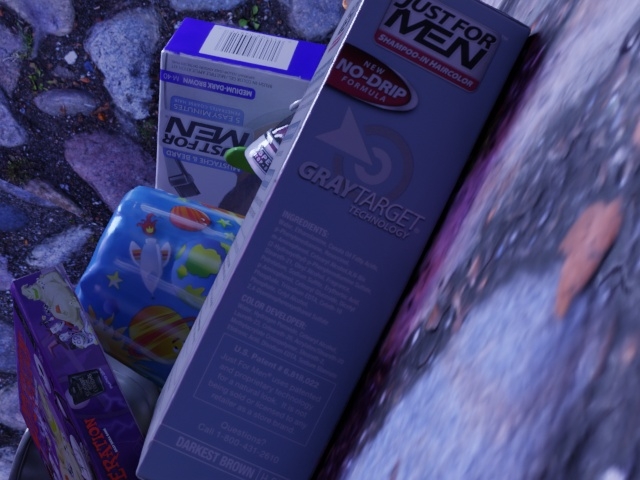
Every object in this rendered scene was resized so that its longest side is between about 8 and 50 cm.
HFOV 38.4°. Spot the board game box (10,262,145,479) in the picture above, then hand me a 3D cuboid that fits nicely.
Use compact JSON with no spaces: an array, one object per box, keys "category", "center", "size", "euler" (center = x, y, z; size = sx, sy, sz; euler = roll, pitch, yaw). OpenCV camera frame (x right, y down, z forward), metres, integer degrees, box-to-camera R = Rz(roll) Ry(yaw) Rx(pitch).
[{"category":"board game box","center":[-0.216,0.184,0.828],"size":[0.208,0.056,0.347],"euler":[64,155,19]}]

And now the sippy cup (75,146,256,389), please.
[{"category":"sippy cup","center":[-0.129,0.060,0.953],"size":[0.240,0.224,0.305],"euler":[-59,9,37]}]

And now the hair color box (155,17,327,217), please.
[{"category":"hair color box","center":[-0.109,-0.095,1.178],"size":[0.110,0.185,0.338],"euler":[-75,-4,-51]}]

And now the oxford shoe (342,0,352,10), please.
[{"category":"oxford shoe","center":[0.067,-0.278,1.086],"size":[0.363,0.133,0.130],"euler":[-64,8,5]}]

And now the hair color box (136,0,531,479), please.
[{"category":"hair color box","center":[0.000,0.000,0.680],"size":[0.374,0.114,0.185],"euler":[-65,7,2]}]

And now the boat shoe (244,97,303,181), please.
[{"category":"boat shoe","center":[0.011,-0.100,0.920],"size":[0.105,0.113,0.306],"euler":[-44,-7,11]}]

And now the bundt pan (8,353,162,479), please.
[{"category":"bundt pan","center":[-0.280,0.291,1.143],"size":[0.331,0.124,0.330],"euler":[17,-90,-88]}]
